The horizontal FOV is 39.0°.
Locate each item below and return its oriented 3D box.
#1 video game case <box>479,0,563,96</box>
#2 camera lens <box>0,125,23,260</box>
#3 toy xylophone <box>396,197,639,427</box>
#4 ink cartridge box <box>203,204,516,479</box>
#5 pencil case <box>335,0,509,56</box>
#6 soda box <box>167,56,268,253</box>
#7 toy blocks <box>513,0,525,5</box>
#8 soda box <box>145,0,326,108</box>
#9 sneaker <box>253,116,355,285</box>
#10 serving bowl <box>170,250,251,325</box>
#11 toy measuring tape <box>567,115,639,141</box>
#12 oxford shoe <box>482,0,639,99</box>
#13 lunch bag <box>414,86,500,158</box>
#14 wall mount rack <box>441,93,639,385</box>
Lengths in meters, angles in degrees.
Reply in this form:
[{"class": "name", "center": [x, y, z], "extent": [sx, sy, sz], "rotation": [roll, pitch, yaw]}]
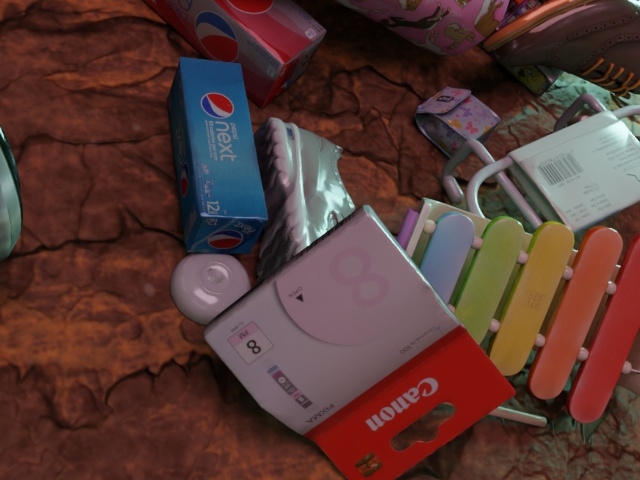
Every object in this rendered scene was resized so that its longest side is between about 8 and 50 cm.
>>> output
[{"class": "video game case", "center": [0.290, -0.334, 1.262], "extent": [0.210, 0.042, 0.232], "rotation": [43, 56, 3]}, {"class": "camera lens", "center": [-0.399, -0.033, 0.721], "extent": [0.274, 0.219, 0.219], "rotation": [-32, 79, -32]}, {"class": "toy xylophone", "center": [0.199, 0.083, 0.908], "extent": [0.323, 0.081, 0.236], "rotation": [10, 100, -13]}, {"class": "ink cartridge box", "center": [0.039, 0.112, 0.819], "extent": [0.189, 0.066, 0.232], "rotation": [-38, 94, 11]}, {"class": "pencil case", "center": [0.044, -0.339, 1.036], "extent": [0.386, 0.167, 0.160], "rotation": [13, 83, -38]}, {"class": "soda box", "center": [-0.111, -0.090, 0.944], "extent": [0.071, 0.067, 0.210], "rotation": [2, 57, -22]}, {"class": "toy blocks", "center": [0.280, -0.352, 1.210], "extent": [0.123, 0.054, 0.148], "rotation": [-34, 79, -33]}, {"class": "soda box", "center": [-0.125, -0.281, 1.039], "extent": [0.263, 0.092, 0.083], "rotation": [42, 57, 4]}, {"class": "sneaker", "center": [0.000, 0.000, 0.932], "extent": [0.115, 0.105, 0.281], "rotation": [6, 64, -27]}, {"class": "serving bowl", "center": [-0.108, 0.043, 0.911], "extent": [0.083, 0.027, 0.083], "rotation": [9, 60, -16]}, {"class": "toy measuring tape", "center": [0.494, -0.178, 1.218], "extent": [0.330, 0.121, 0.121], "rotation": [6, 61, -13]}, {"class": "oxford shoe", "center": [0.375, -0.249, 1.159], "extent": [0.364, 0.130, 0.132], "rotation": [-13, 86, -23]}, {"class": "lunch bag", "center": [0.165, -0.148, 1.108], "extent": [0.083, 0.053, 0.071], "rotation": [43, 55, 15]}, {"class": "wall mount rack", "center": [0.313, -0.012, 1.056], "extent": [0.350, 0.130, 0.304], "rotation": [-23, 71, -29]}]
